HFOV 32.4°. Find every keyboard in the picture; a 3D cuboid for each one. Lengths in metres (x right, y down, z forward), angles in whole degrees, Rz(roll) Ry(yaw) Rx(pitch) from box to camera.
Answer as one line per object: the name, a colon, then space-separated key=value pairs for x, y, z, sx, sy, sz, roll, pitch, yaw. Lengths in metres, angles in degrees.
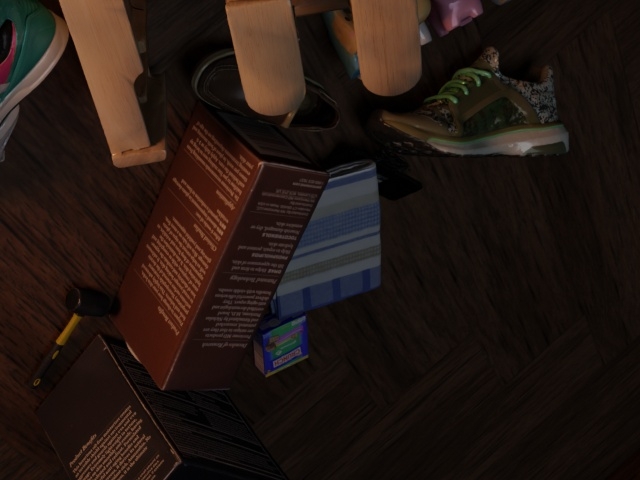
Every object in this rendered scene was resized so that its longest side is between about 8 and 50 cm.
keyboard: x=0.098 y=-0.121 z=1.813 sx=0.100 sy=0.038 sz=0.192 roll=-21 pitch=152 yaw=34

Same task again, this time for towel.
towel: x=0.000 y=0.000 z=1.808 sx=0.209 sy=0.034 sz=0.285 roll=-17 pitch=134 yaw=-12

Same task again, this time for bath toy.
bath toy: x=0.170 y=-0.368 z=1.621 sx=0.348 sy=0.151 sz=0.129 roll=-29 pitch=94 yaw=-16

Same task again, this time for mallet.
mallet: x=-0.379 y=0.149 z=1.656 sx=0.062 sy=0.039 sz=0.190 roll=8 pitch=122 yaw=-45

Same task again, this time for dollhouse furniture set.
dollhouse furniture set: x=-0.086 y=-0.267 z=1.330 sx=0.394 sy=0.362 sz=0.256 roll=-10 pitch=134 yaw=0

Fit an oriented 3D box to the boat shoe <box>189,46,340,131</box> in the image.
boat shoe: x=-0.065 y=-0.205 z=1.554 sx=0.257 sy=0.095 sz=0.095 roll=2 pitch=122 yaw=-48

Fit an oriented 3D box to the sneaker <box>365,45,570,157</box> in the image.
sneaker: x=0.241 y=-0.227 z=1.811 sx=0.410 sy=0.158 sz=0.182 roll=-4 pitch=96 yaw=-36

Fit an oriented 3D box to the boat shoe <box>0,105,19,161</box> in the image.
boat shoe: x=-0.431 y=-0.106 z=1.385 sx=0.184 sy=0.066 sz=0.063 roll=-53 pitch=152 yaw=6

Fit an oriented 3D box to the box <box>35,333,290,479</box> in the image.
box: x=-0.238 y=0.335 z=1.719 sx=0.183 sy=0.294 sz=0.296 roll=-49 pitch=139 yaw=8

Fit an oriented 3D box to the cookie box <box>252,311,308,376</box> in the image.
cookie box: x=-0.070 y=0.174 z=1.918 sx=0.091 sy=0.040 sz=0.107 roll=-24 pitch=135 yaw=-24

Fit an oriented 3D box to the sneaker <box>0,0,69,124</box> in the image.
sneaker: x=-0.438 y=-0.181 z=1.265 sx=0.295 sy=0.123 sz=0.178 roll=-53 pitch=144 yaw=-2

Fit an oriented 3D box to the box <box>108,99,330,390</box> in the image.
box: x=-0.154 y=0.014 z=1.607 sx=0.143 sy=0.191 sz=0.381 roll=8 pitch=117 yaw=-43
